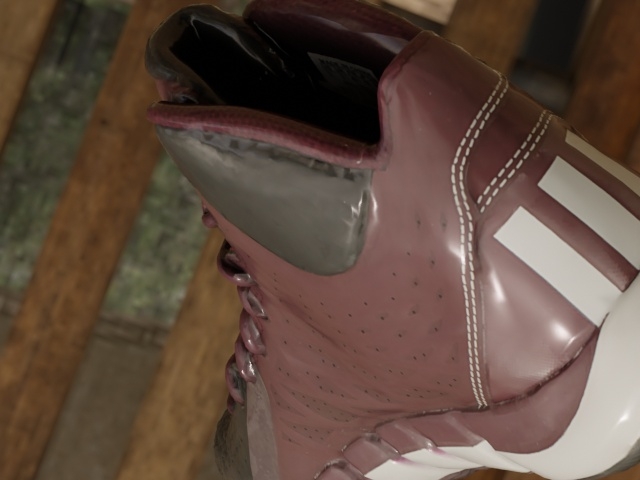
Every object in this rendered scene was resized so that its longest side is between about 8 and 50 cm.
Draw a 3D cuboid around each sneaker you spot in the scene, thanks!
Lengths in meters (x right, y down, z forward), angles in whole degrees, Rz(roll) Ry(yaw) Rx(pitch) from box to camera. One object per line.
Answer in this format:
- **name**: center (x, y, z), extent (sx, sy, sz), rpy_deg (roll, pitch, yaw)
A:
- **sneaker**: center (0.000, 0.000, 0.556), extent (0.162, 0.106, 0.281), rpy_deg (42, 151, -10)
